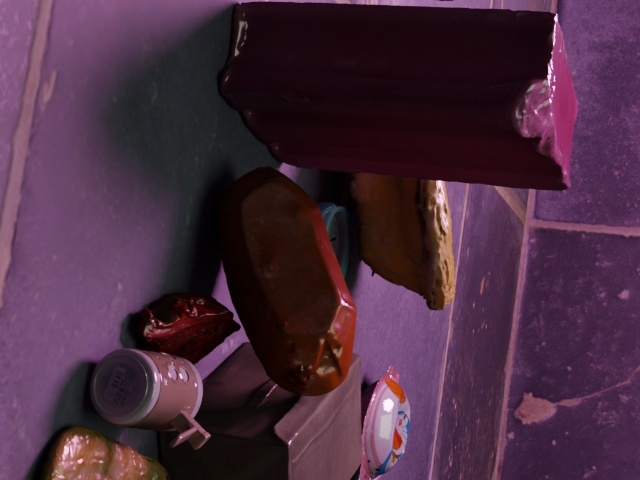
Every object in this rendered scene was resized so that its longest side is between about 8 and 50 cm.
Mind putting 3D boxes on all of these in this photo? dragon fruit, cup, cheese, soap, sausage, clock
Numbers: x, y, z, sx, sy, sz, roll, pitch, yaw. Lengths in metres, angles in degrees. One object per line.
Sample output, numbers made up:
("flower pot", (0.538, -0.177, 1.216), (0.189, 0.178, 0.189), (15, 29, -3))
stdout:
("dragon fruit", (-0.132, 0.086, 1.126), (0.131, 0.063, 0.097), (52, 47, -63))
("cup", (-0.159, 0.152, 1.038), (0.099, 0.074, 0.102), (30, 39, -66))
("cheese", (0.086, 0.338, 1.791), (0.189, 0.074, 0.286), (58, 43, -57))
("soap", (0.096, -0.158, 1.256), (0.233, 0.359, 0.128), (45, 54, -65))
("sausage", (-0.039, 0.044, 1.203), (0.258, 0.133, 0.133), (69, 11, 21))
("clock", (0.001, 0.000, 1.501), (0.147, 0.045, 0.108), (26, 70, -68))

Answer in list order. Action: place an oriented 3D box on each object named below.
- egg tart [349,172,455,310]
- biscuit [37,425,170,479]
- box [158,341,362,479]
("egg tart", (0.112, -0.065, 1.605), (0.345, 0.132, 0.346), (-6, 90, -86))
("biscuit", (-0.196, 0.248, 1.045), (0.247, 0.029, 0.119), (52, 47, -63))
("box", (-0.059, 0.225, 1.242), (0.231, 0.148, 0.156), (-43, 135, -62))
